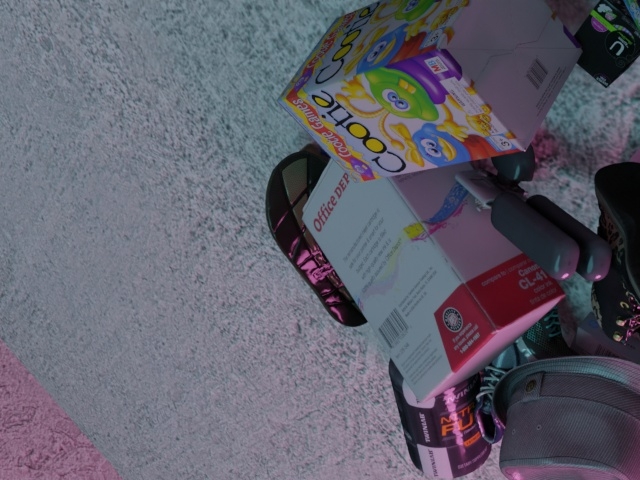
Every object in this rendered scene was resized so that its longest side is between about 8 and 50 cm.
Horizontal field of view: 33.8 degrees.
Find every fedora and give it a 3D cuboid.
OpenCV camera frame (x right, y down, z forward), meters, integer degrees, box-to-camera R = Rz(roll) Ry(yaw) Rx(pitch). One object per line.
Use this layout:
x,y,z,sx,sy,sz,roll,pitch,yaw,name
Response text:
0.326,0.261,1.315,0.244,0.124,0.275,45,144,-23,fedora

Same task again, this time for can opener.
0.224,-0.041,1.146,0.280,0.074,0.093,-118,32,-61,can opener

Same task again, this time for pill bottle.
0.173,0.222,1.550,0.130,0.130,0.245,16,135,39,pill bottle

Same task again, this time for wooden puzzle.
-0.006,-0.104,1.535,0.078,0.014,0.116,51,147,-11,wooden puzzle

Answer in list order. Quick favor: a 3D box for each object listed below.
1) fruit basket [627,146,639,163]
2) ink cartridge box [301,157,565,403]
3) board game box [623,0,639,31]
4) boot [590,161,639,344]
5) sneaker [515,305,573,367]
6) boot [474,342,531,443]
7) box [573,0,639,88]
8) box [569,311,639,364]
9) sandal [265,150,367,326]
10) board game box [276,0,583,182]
0.443,0.000,0.992,0.353,0.165,0.327,51,157,14,fruit basket
0.130,0.016,1.331,0.306,0.131,0.226,58,149,17,ink cartridge box
0.348,-0.204,0.929,0.141,0.048,0.170,118,142,-54,board game box
0.338,0.053,1.082,0.236,0.085,0.178,-100,1,-47,boot
0.277,0.092,1.345,0.166,0.065,0.076,57,137,16,sneaker
0.254,0.199,1.475,0.069,0.086,0.190,18,136,37,boot
0.296,-0.207,1.054,0.062,0.052,0.083,44,147,9,box
0.381,0.197,1.373,0.145,0.038,0.186,33,142,23,box
-0.001,0.002,1.552,0.302,0.120,0.086,65,176,-32,sandal
0.106,-0.172,1.112,0.142,0.144,0.275,44,153,-23,board game box
